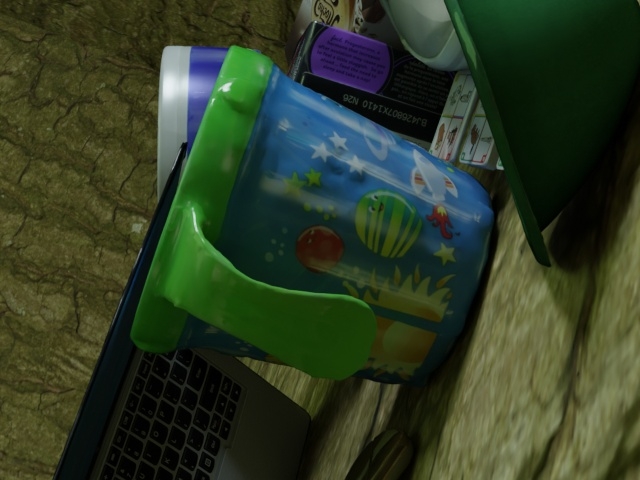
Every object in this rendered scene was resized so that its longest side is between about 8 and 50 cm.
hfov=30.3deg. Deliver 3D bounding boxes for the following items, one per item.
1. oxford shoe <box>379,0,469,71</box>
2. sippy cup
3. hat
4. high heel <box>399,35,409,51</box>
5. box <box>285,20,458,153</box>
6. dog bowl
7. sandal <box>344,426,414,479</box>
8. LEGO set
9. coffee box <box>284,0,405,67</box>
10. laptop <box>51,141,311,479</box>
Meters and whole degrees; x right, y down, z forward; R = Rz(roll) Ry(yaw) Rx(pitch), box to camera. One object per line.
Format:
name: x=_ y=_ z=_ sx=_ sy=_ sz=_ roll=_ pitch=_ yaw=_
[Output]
oxford shoe: x=0.074 y=-0.273 z=0.994 sx=0.169 sy=0.130 sz=0.449 roll=-58 pitch=22 yaw=26
sippy cup: x=0.000 y=0.000 z=0.884 sx=0.240 sy=0.224 sz=0.305 roll=116 pitch=171 yaw=-54
hat: x=0.174 y=-0.111 z=0.654 sx=0.173 sy=0.184 sz=0.208 roll=-68 pitch=-43 yaw=-77
high heel: x=0.159 y=-0.323 z=1.240 sx=0.186 sy=0.093 sz=0.261 roll=-61 pitch=-2 yaw=-33
box: x=0.037 y=-0.125 z=1.219 sx=0.270 sy=0.165 sz=0.143 roll=-122 pitch=50 yaw=-83
dog bowl: x=-0.117 y=-0.077 z=1.277 sx=0.265 sy=0.104 sz=0.264 roll=180 pitch=90 yaw=-86
sandal: x=0.021 y=0.220 z=0.867 sx=0.180 sy=0.049 sz=0.072 roll=-55 pitch=14 yaw=6
LEGO set: x=0.169 y=-0.164 z=0.871 sx=0.182 sy=0.060 sz=0.244 roll=-159 pitch=88 yaw=-72
coffee box: x=0.062 y=-0.273 z=1.440 sx=0.297 sy=0.119 sz=0.168 roll=116 pitch=145 yaw=-50
laptop: x=-0.107 y=0.204 z=1.082 sx=0.236 sy=0.408 sz=0.382 roll=-22 pitch=39 yaw=39
